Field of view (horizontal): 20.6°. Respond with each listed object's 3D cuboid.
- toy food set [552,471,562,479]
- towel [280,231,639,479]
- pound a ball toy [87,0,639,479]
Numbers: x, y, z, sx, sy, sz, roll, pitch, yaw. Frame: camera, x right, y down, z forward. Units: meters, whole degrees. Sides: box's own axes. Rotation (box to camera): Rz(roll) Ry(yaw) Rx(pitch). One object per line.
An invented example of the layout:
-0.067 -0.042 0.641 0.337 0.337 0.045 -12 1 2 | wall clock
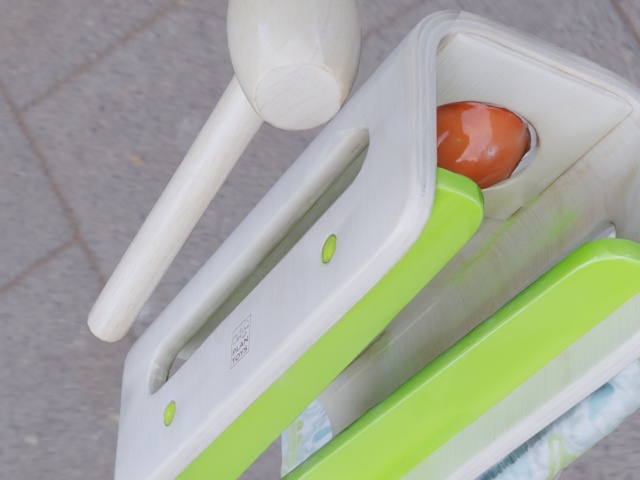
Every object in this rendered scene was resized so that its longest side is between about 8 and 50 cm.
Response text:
0.089 0.225 1.614 0.219 0.092 0.306 26 80 14 | toy food set
0.111 0.102 1.349 0.090 0.320 0.374 40 108 -21 | towel
0.000 0.000 0.736 0.319 0.208 0.136 -48 31 46 | pound a ball toy
